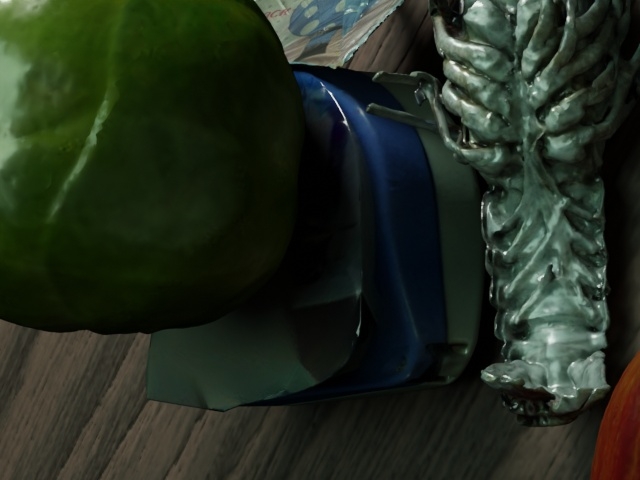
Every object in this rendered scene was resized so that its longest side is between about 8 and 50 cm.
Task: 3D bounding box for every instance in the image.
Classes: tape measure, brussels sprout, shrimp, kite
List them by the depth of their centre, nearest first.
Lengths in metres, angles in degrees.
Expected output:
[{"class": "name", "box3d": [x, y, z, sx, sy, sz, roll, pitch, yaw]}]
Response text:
[{"class": "shrimp", "box3d": [0.137, -0.085, 1.291, 0.221, 0.166, 0.410, -6, 89, 18]}, {"class": "brussels sprout", "box3d": [-0.166, -0.087, 1.347, 0.355, 0.289, 0.281, -138, 52, -73]}, {"class": "tape measure", "box3d": [0.001, 0.002, 1.444, 0.259, 0.138, 0.262, -12, 72, 49]}, {"class": "kite", "box3d": [0.025, -0.211, 1.466, 0.335, 0.011, 0.314, -26, 30, 20]}]

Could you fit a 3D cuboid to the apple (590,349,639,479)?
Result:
[{"class": "apple", "box3d": [0.241, 0.188, 1.081, 0.254, 0.179, 0.346, 87, 168, -57]}]
